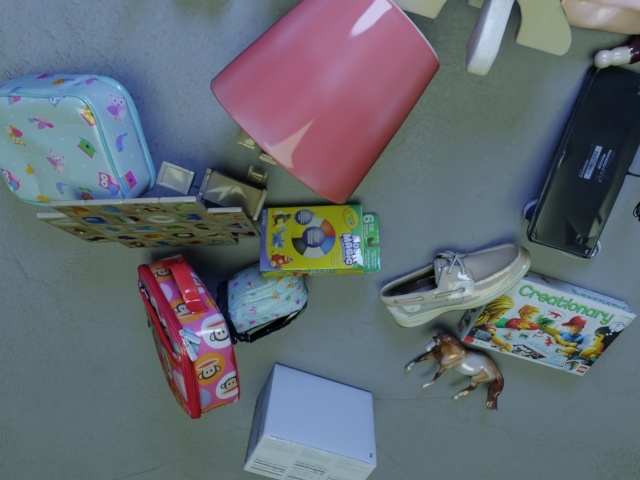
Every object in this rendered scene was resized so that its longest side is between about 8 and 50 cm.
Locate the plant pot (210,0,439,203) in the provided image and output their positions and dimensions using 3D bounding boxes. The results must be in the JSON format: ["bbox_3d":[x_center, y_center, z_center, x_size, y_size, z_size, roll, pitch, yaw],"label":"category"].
[{"bbox_3d":[0.020,-0.231,0.723,0.275,0.275,0.243,38,105,-19],"label":"plant pot"}]

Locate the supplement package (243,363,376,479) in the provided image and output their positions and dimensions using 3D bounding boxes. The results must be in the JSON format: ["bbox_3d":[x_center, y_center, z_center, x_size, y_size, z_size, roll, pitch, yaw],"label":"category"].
[{"bbox_3d":[-0.020,0.444,1.156,0.262,0.204,0.145,21,121,-10],"label":"supplement package"}]

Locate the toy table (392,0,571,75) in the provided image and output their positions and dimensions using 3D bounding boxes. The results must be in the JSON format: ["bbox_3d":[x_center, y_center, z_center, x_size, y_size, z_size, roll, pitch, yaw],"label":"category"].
[{"bbox_3d":[0.225,-0.342,0.615,0.275,0.252,0.160,25,141,5],"label":"toy table"}]

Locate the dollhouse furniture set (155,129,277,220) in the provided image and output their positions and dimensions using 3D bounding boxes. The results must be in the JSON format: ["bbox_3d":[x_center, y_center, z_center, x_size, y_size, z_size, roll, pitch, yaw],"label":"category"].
[{"bbox_3d":[-0.173,-0.146,0.886,0.182,0.101,0.160,21,95,-10],"label":"dollhouse furniture set"}]

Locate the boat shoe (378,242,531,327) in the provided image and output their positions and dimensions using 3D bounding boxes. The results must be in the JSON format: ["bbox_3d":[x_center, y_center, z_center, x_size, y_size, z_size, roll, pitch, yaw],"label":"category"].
[{"bbox_3d":[0.261,0.076,0.980,0.303,0.109,0.098,-27,118,24],"label":"boat shoe"}]

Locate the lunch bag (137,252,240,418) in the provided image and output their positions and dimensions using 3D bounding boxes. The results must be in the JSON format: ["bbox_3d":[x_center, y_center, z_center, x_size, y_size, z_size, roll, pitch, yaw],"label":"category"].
[{"bbox_3d":[-0.257,0.162,0.945,0.120,0.293,0.257,-17,127,-27],"label":"lunch bag"}]

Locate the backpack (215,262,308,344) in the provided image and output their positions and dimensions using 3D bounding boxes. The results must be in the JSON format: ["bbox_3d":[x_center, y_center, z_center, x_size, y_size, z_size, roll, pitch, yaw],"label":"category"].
[{"bbox_3d":[-0.117,0.111,0.994,0.182,0.151,0.115,-19,125,1],"label":"backpack"}]

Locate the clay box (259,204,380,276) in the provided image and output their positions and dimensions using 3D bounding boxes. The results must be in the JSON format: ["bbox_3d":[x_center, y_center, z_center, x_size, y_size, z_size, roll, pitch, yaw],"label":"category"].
[{"bbox_3d":[0.000,0.000,0.927,0.222,0.127,0.053,-3,160,4],"label":"clay box"}]

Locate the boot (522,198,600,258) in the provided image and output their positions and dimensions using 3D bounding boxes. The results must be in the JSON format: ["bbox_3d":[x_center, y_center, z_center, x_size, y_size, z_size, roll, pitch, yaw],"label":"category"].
[{"bbox_3d":[0.468,-0.002,0.934,0.190,0.086,0.069,28,118,-14],"label":"boot"}]

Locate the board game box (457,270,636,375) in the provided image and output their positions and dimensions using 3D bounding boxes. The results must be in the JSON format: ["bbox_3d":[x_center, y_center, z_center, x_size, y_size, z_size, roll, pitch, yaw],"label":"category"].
[{"bbox_3d":[0.481,0.175,1.061,0.306,0.053,0.192,17,120,-8],"label":"board game box"}]

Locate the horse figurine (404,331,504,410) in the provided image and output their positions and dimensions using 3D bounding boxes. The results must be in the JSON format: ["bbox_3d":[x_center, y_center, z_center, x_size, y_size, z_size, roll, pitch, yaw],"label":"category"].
[{"bbox_3d":[0.327,0.300,1.139,0.264,0.066,0.174,27,125,-11],"label":"horse figurine"}]

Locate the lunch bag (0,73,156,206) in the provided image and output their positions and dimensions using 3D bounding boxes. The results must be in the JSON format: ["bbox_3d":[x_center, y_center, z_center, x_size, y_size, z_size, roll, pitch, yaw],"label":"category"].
[{"bbox_3d":[-0.423,-0.156,0.822,0.280,0.107,0.223,6,128,22],"label":"lunch bag"}]

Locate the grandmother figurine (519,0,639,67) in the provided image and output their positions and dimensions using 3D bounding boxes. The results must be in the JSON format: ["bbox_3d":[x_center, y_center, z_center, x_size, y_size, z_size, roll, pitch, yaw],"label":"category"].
[{"bbox_3d":[0.491,-0.350,0.719,0.343,0.103,0.207,12,149,-8],"label":"grandmother figurine"}]

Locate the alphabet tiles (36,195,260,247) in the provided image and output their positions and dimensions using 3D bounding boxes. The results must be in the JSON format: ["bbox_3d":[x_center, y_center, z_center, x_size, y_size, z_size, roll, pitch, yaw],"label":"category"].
[{"bbox_3d":[-0.291,-0.026,0.875,0.343,0.011,0.285,-2,166,4],"label":"alphabet tiles"}]

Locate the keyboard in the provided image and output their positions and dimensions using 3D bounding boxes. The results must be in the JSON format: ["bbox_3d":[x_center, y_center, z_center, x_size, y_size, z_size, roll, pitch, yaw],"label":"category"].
[{"bbox_3d":[0.495,-0.122,0.837,0.202,0.033,0.316,17,103,0],"label":"keyboard"}]
